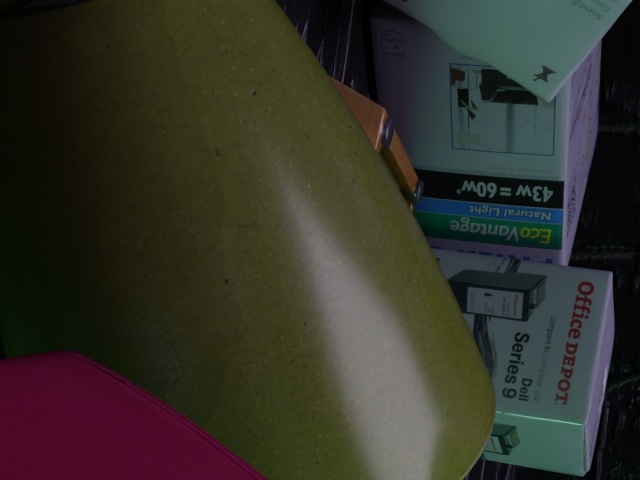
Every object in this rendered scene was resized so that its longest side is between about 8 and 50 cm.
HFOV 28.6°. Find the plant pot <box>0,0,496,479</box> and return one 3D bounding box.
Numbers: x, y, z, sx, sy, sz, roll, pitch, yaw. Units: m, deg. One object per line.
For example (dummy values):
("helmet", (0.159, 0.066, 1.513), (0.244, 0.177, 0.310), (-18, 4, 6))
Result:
("plant pot", (-0.071, -0.007, 0.695), (0.275, 0.275, 0.293), (-55, 132, -57))

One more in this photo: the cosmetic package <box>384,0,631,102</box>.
("cosmetic package", (0.207, -0.340, 1.259), (0.156, 0.217, 0.385), (-53, -169, 42))

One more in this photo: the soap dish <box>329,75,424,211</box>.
("soap dish", (0.000, 0.000, 1.055), (0.291, 0.118, 0.228), (46, 57, -75))

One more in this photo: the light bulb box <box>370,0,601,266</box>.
("light bulb box", (0.221, -0.202, 1.551), (0.358, 0.225, 0.361), (-66, 157, -46))

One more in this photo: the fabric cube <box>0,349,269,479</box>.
("fabric cube", (-0.122, 0.212, 0.438), (0.259, 0.254, 0.258), (-59, 164, 9))

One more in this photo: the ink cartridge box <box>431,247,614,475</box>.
("ink cartridge box", (0.176, 0.128, 1.426), (0.121, 0.289, 0.211), (75, 27, -51))
